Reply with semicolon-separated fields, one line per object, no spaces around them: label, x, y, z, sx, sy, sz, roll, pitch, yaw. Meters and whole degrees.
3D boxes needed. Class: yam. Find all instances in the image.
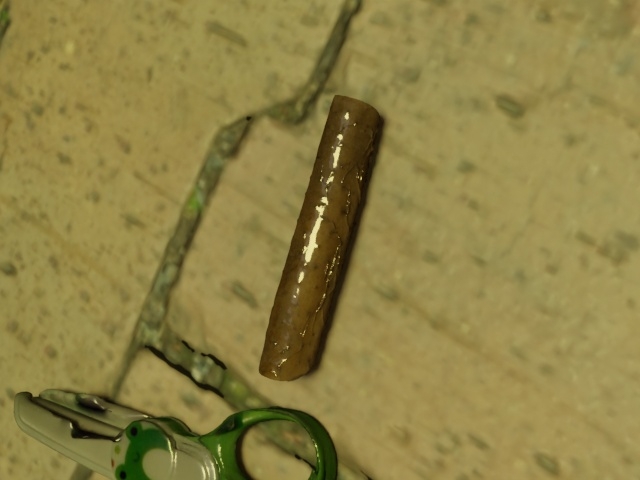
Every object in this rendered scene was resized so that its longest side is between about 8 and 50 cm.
yam;0.000;0.000;0.456;0.032;0.032;0.145;16;92;29

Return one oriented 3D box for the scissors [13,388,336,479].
scissors;-0.089;0.121;0.495;0.204;0.027;0.101;13;88;27
